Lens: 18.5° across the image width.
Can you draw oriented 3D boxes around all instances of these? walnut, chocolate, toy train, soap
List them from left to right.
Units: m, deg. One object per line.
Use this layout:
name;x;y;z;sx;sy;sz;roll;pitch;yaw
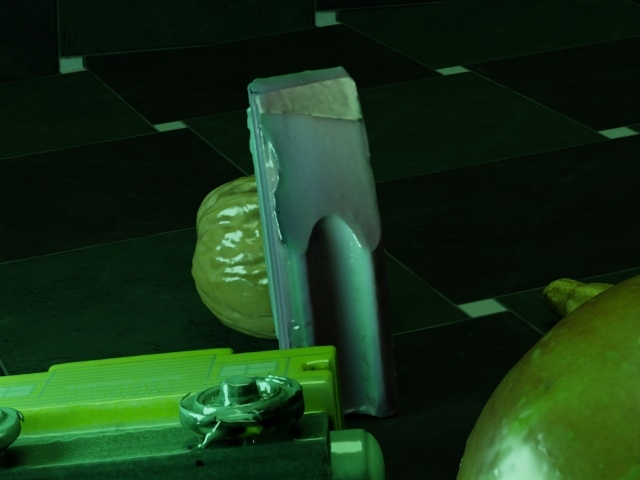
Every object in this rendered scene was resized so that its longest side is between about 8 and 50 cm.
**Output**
toy train;-0.165;0.191;1.688;0.442;0.179;0.272;-5;12;3
walnut;-0.032;0.014;2.152;0.213;0.213;0.213;-5;18;2
soap;0.000;0.000;1.957;0.109;0.324;0.193;-10;18;-7
chocolate;0.298;0.079;2.030;0.085;0.086;0.219;-13;18;-22

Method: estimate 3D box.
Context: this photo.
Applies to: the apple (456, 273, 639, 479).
apple;0.279;0.195;1.248;0.384;0.374;0.374;-23;23;-17
